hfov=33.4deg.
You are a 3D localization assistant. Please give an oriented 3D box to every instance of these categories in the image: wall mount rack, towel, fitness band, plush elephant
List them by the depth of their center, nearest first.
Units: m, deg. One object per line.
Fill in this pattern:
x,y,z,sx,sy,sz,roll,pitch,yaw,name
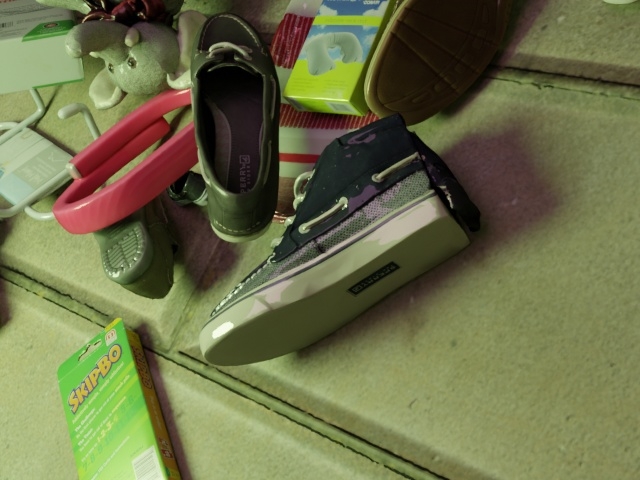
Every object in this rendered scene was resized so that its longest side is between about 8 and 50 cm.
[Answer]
0.001,-0.172,1.341,0.237,0.037,0.329,7,70,40,towel
-0.234,-0.118,1.416,0.291,0.054,0.209,-43,28,-18,fitness band
-0.271,-0.313,1.466,0.271,0.330,0.256,-18,67,36,plush elephant
-0.506,-0.121,1.598,0.304,0.130,0.350,-39,42,-21,wall mount rack

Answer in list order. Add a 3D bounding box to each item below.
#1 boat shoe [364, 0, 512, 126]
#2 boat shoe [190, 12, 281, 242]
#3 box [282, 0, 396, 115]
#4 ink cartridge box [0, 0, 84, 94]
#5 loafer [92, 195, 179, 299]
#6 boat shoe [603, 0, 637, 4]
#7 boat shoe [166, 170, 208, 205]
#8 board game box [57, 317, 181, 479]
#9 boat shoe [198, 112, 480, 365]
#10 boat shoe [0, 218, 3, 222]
0.153,-0.287,1.249,0.342,0.123,0.123,-61,18,1,boat shoe
-0.101,-0.161,1.298,0.112,0.095,0.335,-4,62,-4,boat shoe
0.035,-0.240,1.307,0.109,0.042,0.178,10,71,38,box
-0.452,-0.313,1.666,0.153,0.087,0.208,-11,33,-8,ink cartridge box
-0.240,0.000,1.400,0.094,0.087,0.251,-33,32,10,loafer
0.354,-0.387,1.140,0.098,0.096,0.277,16,77,42,boat shoe
-0.177,-0.073,1.394,0.142,0.040,0.049,9,73,64,boat shoe
-0.254,0.225,1.318,0.124,0.039,0.259,-38,51,14,board game box
0.000,0.000,1.179,0.340,0.127,0.158,-29,59,11,boat shoe
-0.561,-0.009,1.625,0.156,0.136,0.367,-36,52,18,boat shoe
